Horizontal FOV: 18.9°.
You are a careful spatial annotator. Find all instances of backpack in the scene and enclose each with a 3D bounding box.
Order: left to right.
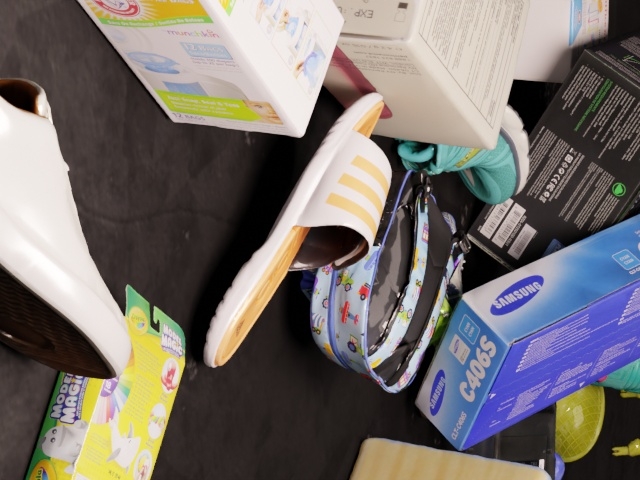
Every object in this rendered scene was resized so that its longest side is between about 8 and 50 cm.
[{"bbox_3d":[0.043,0.037,1.654,0.158,0.117,0.173,51,51,-58],"label":"backpack"}]

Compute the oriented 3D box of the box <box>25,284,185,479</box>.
[{"bbox_3d":[-0.150,0.127,1.351,0.105,0.043,0.179,48,56,-59],"label":"box"}]

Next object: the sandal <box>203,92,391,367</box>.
[{"bbox_3d":[-0.001,0.004,1.539,0.265,0.076,0.102,-58,173,-20],"label":"sandal"}]

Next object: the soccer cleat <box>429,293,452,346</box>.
[{"bbox_3d":[0.088,0.048,1.827,0.060,0.072,0.179,-25,150,-14],"label":"soccer cleat"}]

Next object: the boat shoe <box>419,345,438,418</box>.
[{"bbox_3d":[0.141,0.125,1.977,0.050,0.045,0.135,55,48,-56],"label":"boat shoe"}]

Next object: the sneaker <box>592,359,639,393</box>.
[{"bbox_3d":[0.309,0.073,2.245,0.295,0.178,0.123,-114,-147,-52],"label":"sneaker"}]

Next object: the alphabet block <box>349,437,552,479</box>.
[{"bbox_3d":[0.117,0.325,1.808,0.197,0.193,0.192,-68,150,-28],"label":"alphabet block"}]

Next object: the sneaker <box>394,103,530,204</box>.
[{"bbox_3d":[0.115,-0.108,1.828,0.110,0.107,0.275,-55,144,-11],"label":"sneaker"}]

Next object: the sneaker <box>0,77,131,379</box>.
[{"bbox_3d":[-0.177,-0.021,1.172,0.123,0.106,0.290,-66,150,-26],"label":"sneaker"}]

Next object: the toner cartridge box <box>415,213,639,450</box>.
[{"bbox_3d":[0.263,0.076,1.934,0.348,0.075,0.165,-22,145,-36],"label":"toner cartridge box"}]

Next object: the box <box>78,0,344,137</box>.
[{"bbox_3d":[-0.080,-0.170,1.331,0.203,0.114,0.103,54,50,-56],"label":"box"}]

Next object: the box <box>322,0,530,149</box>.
[{"bbox_3d":[0.071,-0.188,1.586,0.232,0.127,0.148,42,59,-61],"label":"box"}]

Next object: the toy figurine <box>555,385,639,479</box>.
[{"bbox_3d":[0.261,0.282,2.130,0.217,0.191,0.362,37,62,-57],"label":"toy figurine"}]

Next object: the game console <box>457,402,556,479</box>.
[{"bbox_3d":[0.206,0.321,2.023,0.213,0.044,0.361,-3,103,-20],"label":"game console"}]

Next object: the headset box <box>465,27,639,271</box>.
[{"bbox_3d":[0.315,-0.091,2.075,0.246,0.131,0.283,-59,165,24],"label":"headset box"}]

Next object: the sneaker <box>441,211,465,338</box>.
[{"bbox_3d":[0.125,0.033,1.912,0.058,0.052,0.135,-46,138,-58],"label":"sneaker"}]

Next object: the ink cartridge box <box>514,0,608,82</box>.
[{"bbox_3d":[0.252,-0.227,2.065,0.143,0.090,0.092,-28,122,-60],"label":"ink cartridge box"}]
